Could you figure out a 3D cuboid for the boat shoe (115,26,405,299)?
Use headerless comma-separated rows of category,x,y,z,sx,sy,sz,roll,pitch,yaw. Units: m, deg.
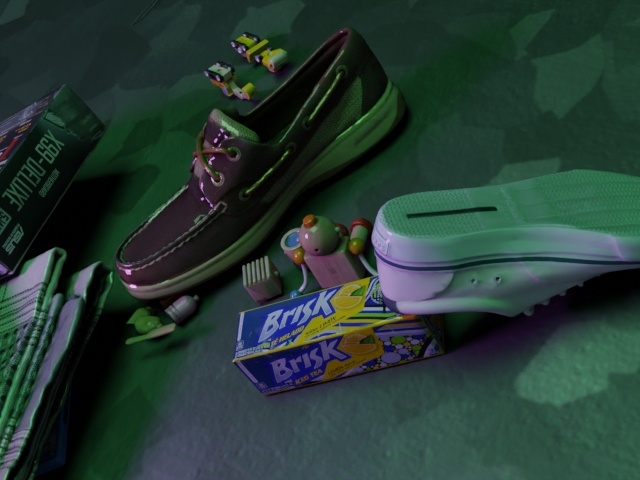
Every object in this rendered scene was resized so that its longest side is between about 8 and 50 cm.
boat shoe,-0.077,-0.082,1.018,0.342,0.123,0.123,-37,35,-3

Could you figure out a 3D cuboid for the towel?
towel,-0.363,0.162,1.009,0.324,0.056,0.312,-16,44,34

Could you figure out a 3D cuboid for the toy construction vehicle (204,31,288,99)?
toy construction vehicle,-0.086,-0.205,1.227,0.086,0.035,0.098,-40,41,-23

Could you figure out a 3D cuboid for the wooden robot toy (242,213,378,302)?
wooden robot toy,0.000,0.000,0.927,0.173,0.079,0.076,-11,46,26

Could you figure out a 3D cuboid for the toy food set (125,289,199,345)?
toy food set,-0.152,0.059,1.024,0.078,0.019,0.122,-18,35,20

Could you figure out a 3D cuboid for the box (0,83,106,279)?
box,-0.414,-0.032,1.186,0.308,0.076,0.242,-20,34,35

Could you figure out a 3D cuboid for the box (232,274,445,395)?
box,0.014,0.076,0.857,0.169,0.059,0.054,-17,44,21

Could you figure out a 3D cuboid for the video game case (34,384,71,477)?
video game case,-0.299,0.170,1.019,0.119,0.015,0.166,-24,41,13

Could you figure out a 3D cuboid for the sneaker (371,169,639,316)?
sneaker,0.166,0.007,0.785,0.258,0.091,0.094,-2,38,-2
